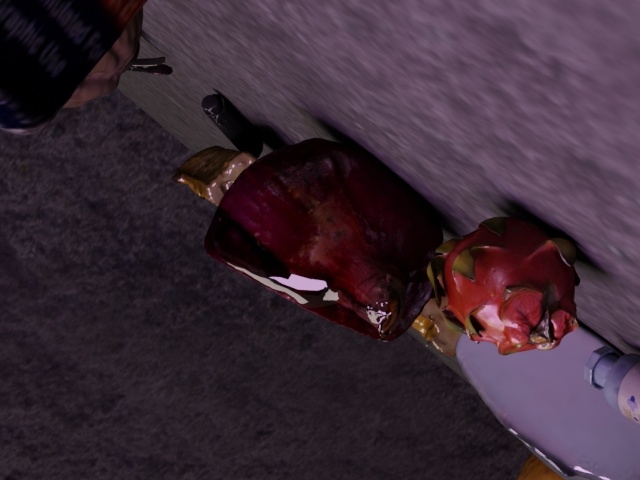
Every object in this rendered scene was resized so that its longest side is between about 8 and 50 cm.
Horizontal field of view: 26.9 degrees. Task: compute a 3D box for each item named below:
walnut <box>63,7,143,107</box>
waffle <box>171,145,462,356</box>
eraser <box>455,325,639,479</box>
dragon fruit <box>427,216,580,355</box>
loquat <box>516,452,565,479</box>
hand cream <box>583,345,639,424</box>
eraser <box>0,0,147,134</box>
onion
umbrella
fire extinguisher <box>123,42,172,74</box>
[{"bbox_3d":[-0.219,-0.178,0.921,0.230,0.178,0.178,43,176,-34],"label":"walnut"},{"bbox_3d":[0.000,0.001,1.547,0.348,0.077,0.304,32,180,-13],"label":"waffle"},{"bbox_3d":[0.220,0.151,1.157,0.189,0.104,0.290,34,176,20],"label":"eraser"},{"bbox_3d":[0.110,0.025,0.811,0.086,0.081,0.116,7,-169,-11],"label":"dragon fruit"},{"bbox_3d":[0.298,0.290,1.394,0.208,0.208,0.208,39,177,2],"label":"loquat"},{"bbox_3d":[0.248,0.120,0.906,0.170,0.043,0.065,33,170,49],"label":"hand cream"},{"bbox_3d":[-0.126,-0.148,0.433,0.101,0.155,0.332,36,176,10],"label":"eraser"},{"bbox_3d":[0.023,0.006,1.067,0.195,0.140,0.218,36,178,-24],"label":"onion"},{"bbox_3d":[-0.102,-0.133,1.548,0.036,0.031,0.133,36,175,27],"label":"umbrella"},{"bbox_3d":[-0.248,-0.237,1.464,0.089,0.072,0.268,0,164,16],"label":"fire extinguisher"}]
